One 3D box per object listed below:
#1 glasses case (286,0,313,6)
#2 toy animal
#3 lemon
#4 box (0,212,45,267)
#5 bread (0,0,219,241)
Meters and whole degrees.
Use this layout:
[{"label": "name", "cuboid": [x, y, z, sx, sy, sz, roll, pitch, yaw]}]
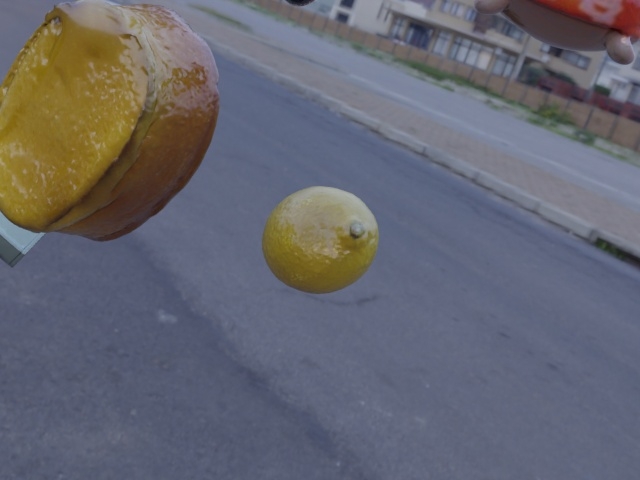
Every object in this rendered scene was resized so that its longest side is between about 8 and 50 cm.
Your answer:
[{"label": "glasses case", "cuboid": [-0.100, -0.523, 1.456, 0.266, 0.103, 0.067, 42, 5, 5]}, {"label": "toy animal", "cuboid": [0.218, -0.248, 0.695, 0.171, 0.171, 0.198, 20, 56, 0]}, {"label": "lemon", "cuboid": [0.000, 0.000, 1.399, 0.187, 0.187, 0.244, 8, -11, -40]}, {"label": "box", "cuboid": [-0.382, -0.092, 1.108, 0.129, 0.225, 0.086, 45, -33, -14]}, {"label": "bread", "cuboid": [-0.217, -0.115, 0.820, 0.195, 0.269, 0.142, 53, 25, 17]}]
